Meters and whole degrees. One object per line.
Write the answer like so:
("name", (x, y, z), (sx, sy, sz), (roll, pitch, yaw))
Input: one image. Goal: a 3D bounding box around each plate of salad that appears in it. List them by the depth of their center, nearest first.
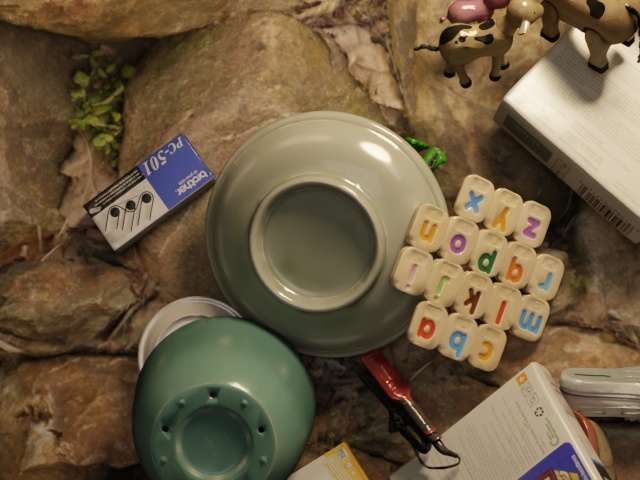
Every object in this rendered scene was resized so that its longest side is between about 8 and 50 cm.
("plate of salad", (-0.199, 0.191, 2.000), (0.199, 0.048, 0.200), (0, 87, 6))

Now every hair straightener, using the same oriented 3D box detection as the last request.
("hair straightener", (0.138, 0.277, 1.923), (0.047, 0.089, 0.230), (-26, 55, -30))

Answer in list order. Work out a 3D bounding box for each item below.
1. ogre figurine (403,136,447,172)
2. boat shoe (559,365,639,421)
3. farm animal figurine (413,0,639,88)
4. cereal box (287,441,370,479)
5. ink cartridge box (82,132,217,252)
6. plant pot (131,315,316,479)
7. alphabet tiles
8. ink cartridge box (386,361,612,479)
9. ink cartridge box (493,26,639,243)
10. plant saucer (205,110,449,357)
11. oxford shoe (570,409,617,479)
("ogre figurine", (0.103, -0.119, 1.979), (0.197, 0.097, 0.118), (21, 93, 15))
("boat shoe", (0.483, 0.243, 1.909), (0.226, 0.083, 0.076), (5, 111, 7))
("farm animal figurine", (0.352, -0.375, 1.884), (0.326, 0.172, 0.330), (21, 65, 22))
("cereal box", (-0.017, 0.455, 1.945), (0.240, 0.047, 0.173), (-33, 80, 2))
("ink cartridge box", (-0.284, -0.079, 2.047), (0.207, 0.046, 0.097), (-36, 82, 1))
("plant pot", (-0.152, 0.277, 1.856), (0.293, 0.235, 0.293), (0, 96, -1))
("alphabet tiles", (0.247, 0.052, 1.908), (0.284, 0.021, 0.278), (22, 85, -23))
("ink cartridge box", (0.276, 0.388, 1.819), (0.307, 0.072, 0.304), (-44, 44, 20))
("ink cartridge box", (0.517, -0.233, 1.972), (0.308, 0.091, 0.385), (42, 72, 10))
("plant saucer", (0.000, 0.000, 1.918), (0.400, 0.100, 0.401), (2, 101, 13))
("oxford shoe", (0.406, 0.434, 1.831), (0.123, 0.130, 0.348), (-13, 65, 42))
